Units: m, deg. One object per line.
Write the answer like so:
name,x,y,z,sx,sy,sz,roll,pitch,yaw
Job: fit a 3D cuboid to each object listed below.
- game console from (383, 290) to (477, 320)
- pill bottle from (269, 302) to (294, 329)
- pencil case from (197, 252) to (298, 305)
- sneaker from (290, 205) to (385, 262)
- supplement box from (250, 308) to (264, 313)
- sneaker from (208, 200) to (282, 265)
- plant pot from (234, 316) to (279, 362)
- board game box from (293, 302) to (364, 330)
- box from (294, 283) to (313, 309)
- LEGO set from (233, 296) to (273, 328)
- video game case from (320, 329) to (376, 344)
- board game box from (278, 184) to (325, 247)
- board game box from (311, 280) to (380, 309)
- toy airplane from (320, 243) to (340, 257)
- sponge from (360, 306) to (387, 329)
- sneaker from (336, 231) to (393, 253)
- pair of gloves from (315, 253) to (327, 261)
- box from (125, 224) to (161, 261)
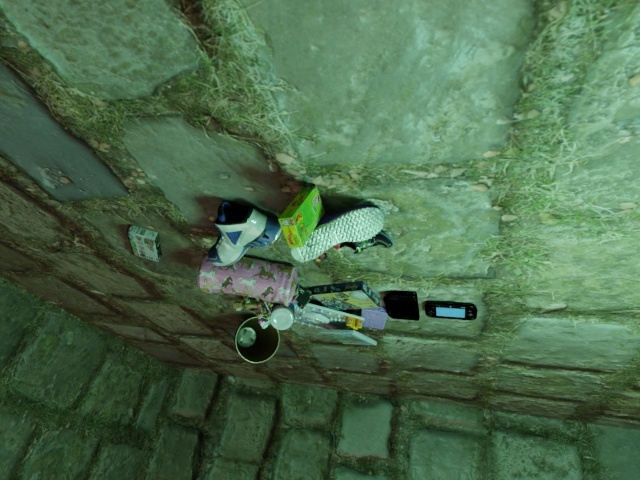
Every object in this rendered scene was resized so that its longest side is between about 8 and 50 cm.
game console,0.444,0.274,1.672,0.361,0.044,0.213,1,147,18
pill bottle,-0.154,0.291,1.690,0.094,0.094,0.169,15,-169,-3
pencil case,-0.279,0.154,1.628,0.386,0.160,0.167,8,160,6
sneaker,0.040,-0.046,1.230,0.293,0.146,0.102,-20,116,-3
supplement box,-0.303,0.335,2.044,0.055,0.043,0.083,35,144,-32
sneaker,-0.291,-0.040,1.365,0.315,0.127,0.182,-25,130,36
plant pot,-0.375,0.537,2.255,0.237,0.237,0.254,24,161,-19
board game box,-0.028,0.383,1.972,0.390,0.050,0.390,15,156,-5
box,-0.085,0.241,1.763,0.083,0.062,0.052,41,150,8
LEGO set,-0.306,0.293,1.927,0.287,0.132,0.107,21,140,46
video game case,0.135,0.467,1.982,0.193,0.023,0.212,-9,150,37
board game box,-0.048,-0.069,1.132,0.043,0.181,0.092,-4,122,26
board game box,0.106,0.237,1.736,0.243,0.042,0.165,-10,143,32
toy airplane,0.000,0.000,1.341,0.151,0.028,0.151,13,116,30
sponge,0.242,0.352,1.886,0.117,0.031,0.210,9,149,7
sneaker,0.138,0.010,1.314,0.188,0.078,0.067,5,150,14
pair of gloves,-0.018,0.054,1.510,0.083,0.010,0.074,23,147,-19
box,-0.713,0.015,1.675,0.114,0.036,0.207,17,149,-8
